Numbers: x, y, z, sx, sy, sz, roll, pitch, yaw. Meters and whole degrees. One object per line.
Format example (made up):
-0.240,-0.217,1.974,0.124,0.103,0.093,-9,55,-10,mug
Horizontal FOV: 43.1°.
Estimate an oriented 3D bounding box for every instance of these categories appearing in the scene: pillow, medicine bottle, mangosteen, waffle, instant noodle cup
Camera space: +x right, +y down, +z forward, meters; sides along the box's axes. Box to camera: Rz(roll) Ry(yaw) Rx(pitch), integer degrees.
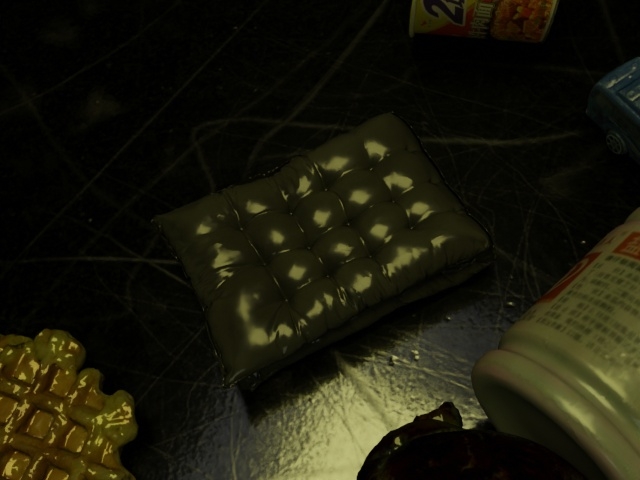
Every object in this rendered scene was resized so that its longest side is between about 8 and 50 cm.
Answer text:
0.000,0.000,0.903,0.326,0.101,0.228,-28,63,-5,pillow
0.314,0.086,0.738,0.316,0.202,0.202,-41,62,-14,medicine bottle
0.132,0.244,0.687,0.231,0.231,0.289,0,28,9,mangosteen
-0.343,0.231,0.838,0.325,0.068,0.302,-24,59,-7,waffle
0.215,-0.344,1.016,0.174,0.213,0.213,12,62,6,instant noodle cup

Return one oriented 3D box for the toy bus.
0.398,-0.106,0.899,0.079,0.094,0.236,-30,60,-8,toy bus
